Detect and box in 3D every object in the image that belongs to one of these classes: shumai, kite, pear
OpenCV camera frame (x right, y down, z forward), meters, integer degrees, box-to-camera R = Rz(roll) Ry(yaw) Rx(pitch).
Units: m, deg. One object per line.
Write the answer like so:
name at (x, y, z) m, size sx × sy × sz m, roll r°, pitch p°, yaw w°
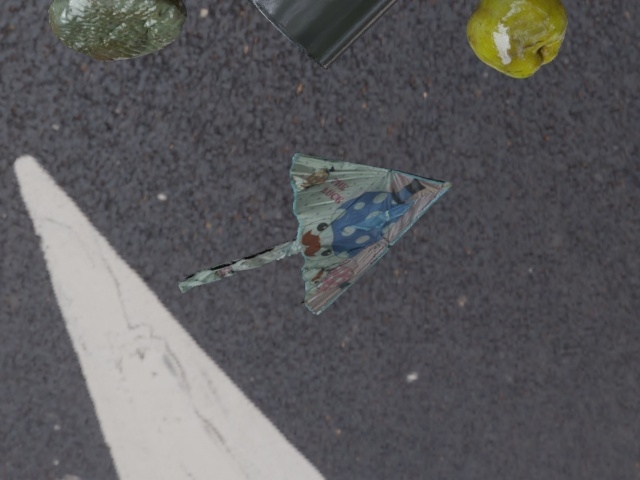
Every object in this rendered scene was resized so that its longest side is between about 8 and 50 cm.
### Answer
shumai at (-0.345, -0.428, 1.696) m, size 0.222 × 0.204 × 0.272 m, roll -7°, pitch 172°, yaw -17°
kite at (0.000, 0.000, 1.086) m, size 0.314 × 0.011 × 0.335 m, roll -21°, pitch 150°, yaw -11°
pear at (0.382, -0.424, 2.008) m, size 0.200 × 0.200 × 0.200 m, roll 3°, pitch 132°, yaw 3°

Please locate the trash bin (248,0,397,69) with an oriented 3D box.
trash bin at (0.059, -0.376, 1.192) m, size 0.214 × 0.214 × 0.334 m, roll 37°, pitch 101°, yaw -25°
